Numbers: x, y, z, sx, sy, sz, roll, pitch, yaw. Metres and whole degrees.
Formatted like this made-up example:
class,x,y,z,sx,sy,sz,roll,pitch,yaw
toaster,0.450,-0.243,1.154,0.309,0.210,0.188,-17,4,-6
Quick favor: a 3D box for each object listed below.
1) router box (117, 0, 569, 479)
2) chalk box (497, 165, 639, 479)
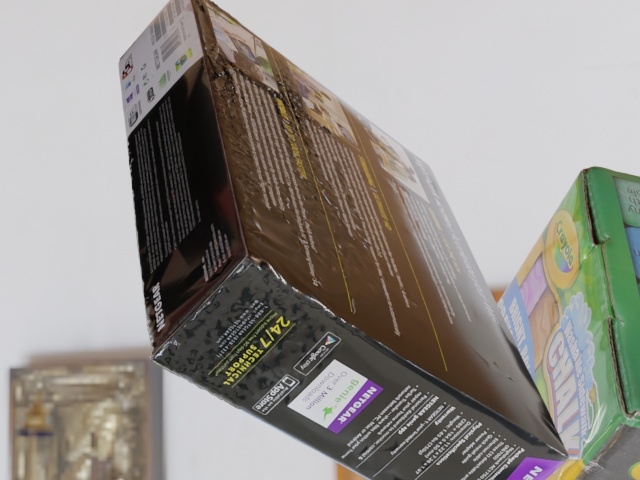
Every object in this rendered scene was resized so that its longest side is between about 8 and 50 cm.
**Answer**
class,x,y,z,sx,sy,sz,roll,pitch,yaw
router box,0.000,0.000,0.434,0.133,0.179,0.046,34,112,-29
chalk box,0.201,0.086,0.709,0.180,0.179,0.289,14,134,-12
